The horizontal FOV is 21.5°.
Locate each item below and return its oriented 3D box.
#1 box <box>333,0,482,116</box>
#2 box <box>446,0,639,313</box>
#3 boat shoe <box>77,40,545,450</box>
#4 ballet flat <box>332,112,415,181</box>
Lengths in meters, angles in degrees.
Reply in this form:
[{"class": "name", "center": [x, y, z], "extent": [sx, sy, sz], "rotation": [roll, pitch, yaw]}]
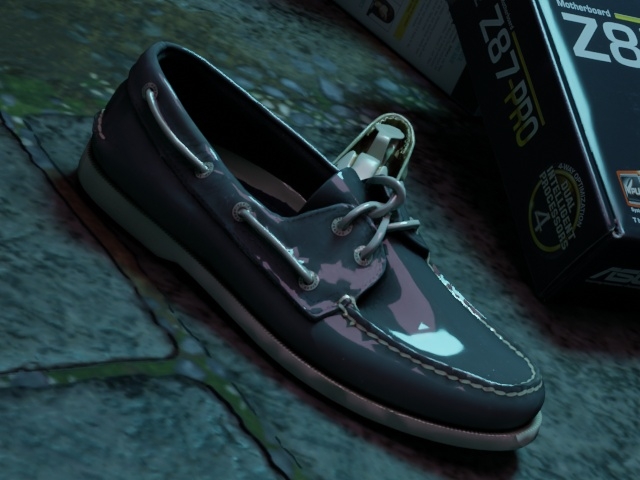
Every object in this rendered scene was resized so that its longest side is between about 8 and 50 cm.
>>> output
[{"class": "box", "center": [0.087, -0.210, 1.408], "extent": [0.060, 0.100, 0.244], "rotation": [-6, 40, -47]}, {"class": "box", "center": [0.298, -0.087, 1.266], "extent": [0.395, 0.097, 0.318], "rotation": [8, 51, -30]}, {"class": "boat shoe", "center": [0.000, 0.000, 0.951], "extent": [0.319, 0.099, 0.116], "rotation": [35, 28, 19]}, {"class": "ballet flat", "center": [0.025, -0.044, 1.105], "extent": [0.057, 0.052, 0.168], "rotation": [27, 27, 2]}]
